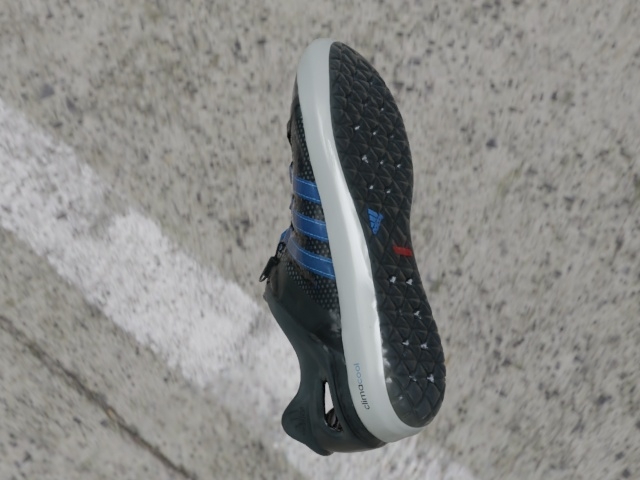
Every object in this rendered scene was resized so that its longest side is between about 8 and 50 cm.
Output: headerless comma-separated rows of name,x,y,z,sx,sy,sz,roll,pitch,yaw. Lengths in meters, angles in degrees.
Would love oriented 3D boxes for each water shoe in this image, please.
water shoe,0.000,0.000,0.679,0.080,0.073,0.203,-23,64,32
